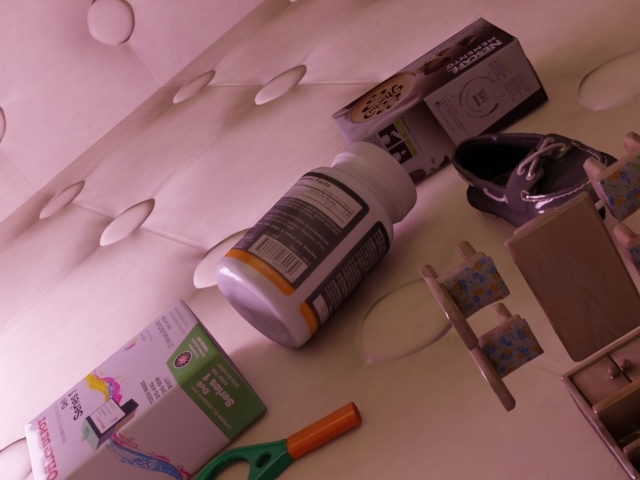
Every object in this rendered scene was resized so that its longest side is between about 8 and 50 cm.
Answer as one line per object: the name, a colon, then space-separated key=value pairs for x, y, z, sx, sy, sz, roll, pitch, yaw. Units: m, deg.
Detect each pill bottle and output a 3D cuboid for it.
pill bottle: x=0.000 y=0.000 z=1.187 sx=0.278 sy=0.162 sz=0.162 roll=-47 pitch=29 yaw=-22

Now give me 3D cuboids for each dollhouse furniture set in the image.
dollhouse furniture set: x=0.240 y=0.080 z=0.698 sx=0.212 sy=0.242 sz=0.161 roll=-33 pitch=27 yaw=5

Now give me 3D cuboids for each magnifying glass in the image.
magnifying glass: x=-0.056 y=0.253 z=0.994 sx=0.231 sy=0.026 sz=0.092 roll=-29 pitch=28 yaw=9

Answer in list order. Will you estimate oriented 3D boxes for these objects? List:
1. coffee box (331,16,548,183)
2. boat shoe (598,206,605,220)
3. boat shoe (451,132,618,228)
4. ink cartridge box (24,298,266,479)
coffee box: x=0.182 y=-0.211 z=1.362 sx=0.297 sy=0.119 sz=0.168 roll=-32 pitch=26 yaw=6
boat shoe: x=0.308 y=-0.034 z=1.008 sx=0.049 sy=0.056 sz=0.152 roll=-22 pitch=29 yaw=34
boat shoe: x=0.238 y=-0.079 z=1.019 sx=0.112 sy=0.095 sz=0.335 roll=-43 pitch=10 yaw=-5
ink cartridge box: x=-0.236 y=0.234 z=1.123 sx=0.278 sy=0.117 sz=0.201 roll=-40 pitch=27 yaw=-8
